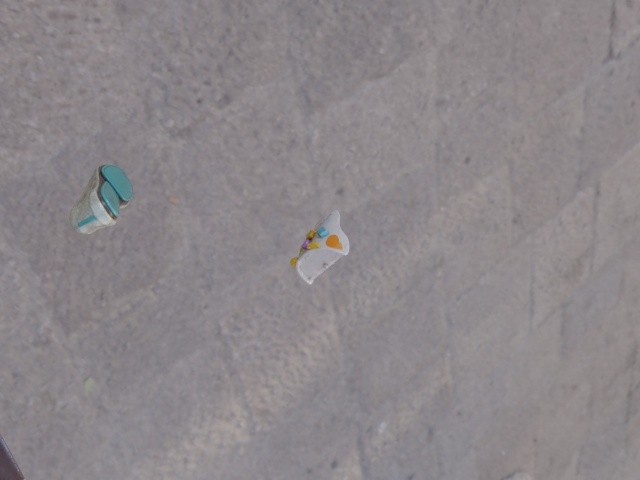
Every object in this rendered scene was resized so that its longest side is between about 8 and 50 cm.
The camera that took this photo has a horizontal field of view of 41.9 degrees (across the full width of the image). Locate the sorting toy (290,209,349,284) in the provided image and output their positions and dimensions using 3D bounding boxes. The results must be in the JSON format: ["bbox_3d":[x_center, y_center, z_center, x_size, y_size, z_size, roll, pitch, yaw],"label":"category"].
[{"bbox_3d":[0.000,0.000,1.030,0.045,0.083,0.075,31,47,-17],"label":"sorting toy"}]

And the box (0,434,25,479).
[{"bbox_3d":[-0.417,0.300,0.665,0.381,0.143,0.191,-25,162,-28],"label":"box"}]

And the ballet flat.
[{"bbox_3d":[-0.248,-0.047,0.932,0.052,0.168,0.057,-31,105,3],"label":"ballet flat"}]
